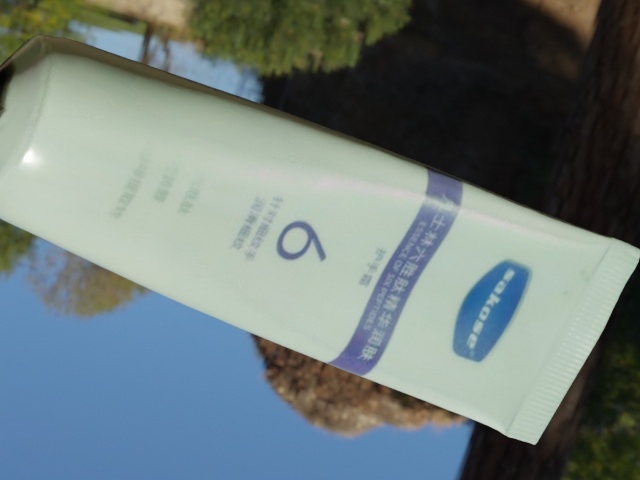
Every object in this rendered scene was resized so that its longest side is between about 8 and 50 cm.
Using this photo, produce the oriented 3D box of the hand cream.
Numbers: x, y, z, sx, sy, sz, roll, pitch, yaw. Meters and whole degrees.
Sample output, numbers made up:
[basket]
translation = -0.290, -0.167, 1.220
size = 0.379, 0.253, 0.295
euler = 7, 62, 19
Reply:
[hand cream]
translation = 0.000, 0.000, 0.595
size = 0.321, 0.109, 0.067
euler = 22, -170, -31
